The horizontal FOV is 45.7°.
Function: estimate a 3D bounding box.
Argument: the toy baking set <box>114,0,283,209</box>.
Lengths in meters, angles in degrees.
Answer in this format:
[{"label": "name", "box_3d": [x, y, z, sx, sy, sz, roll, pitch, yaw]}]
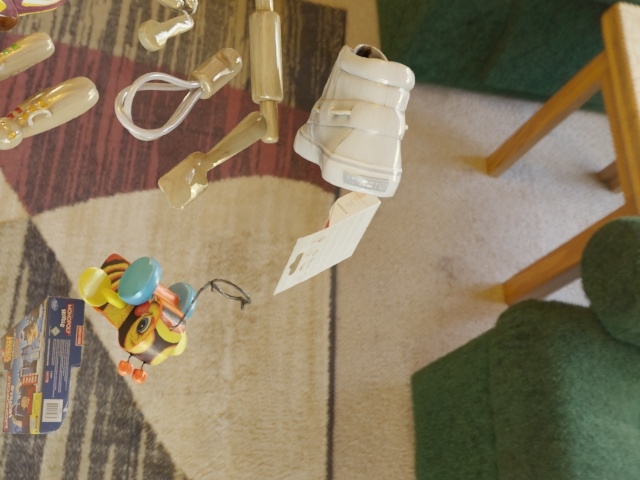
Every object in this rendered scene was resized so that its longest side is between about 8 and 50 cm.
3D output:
[{"label": "toy baking set", "box_3d": [-0.099, -0.154, 0.652, 0.196, 0.030, 0.256, -5, 90, -52]}]

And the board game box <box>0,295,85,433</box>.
[{"label": "board game box", "box_3d": [-0.430, 0.193, 1.155, 0.060, 0.194, 0.194, 11, 74, -39]}]

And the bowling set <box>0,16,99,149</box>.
[{"label": "bowling set", "box_3d": [-0.457, -0.227, 1.067, 0.154, 0.287, 0.200, -38, 108, -28]}]

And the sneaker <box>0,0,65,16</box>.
[{"label": "sneaker", "box_3d": [-0.264, -0.262, 0.723, 0.084, 0.185, 0.070, -13, 97, -54]}]

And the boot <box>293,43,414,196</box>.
[{"label": "boot", "box_3d": [0.038, -0.128, 0.744, 0.095, 0.258, 0.123, 11, 103, -14]}]

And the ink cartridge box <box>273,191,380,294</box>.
[{"label": "ink cartridge box", "box_3d": [0.000, 0.000, 1.199, 0.179, 0.145, 0.045, -23, 63, -36]}]

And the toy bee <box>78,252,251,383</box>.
[{"label": "toy bee", "box_3d": [-0.251, 0.105, 1.052, 0.195, 0.298, 0.162, 35, 71, -19]}]
